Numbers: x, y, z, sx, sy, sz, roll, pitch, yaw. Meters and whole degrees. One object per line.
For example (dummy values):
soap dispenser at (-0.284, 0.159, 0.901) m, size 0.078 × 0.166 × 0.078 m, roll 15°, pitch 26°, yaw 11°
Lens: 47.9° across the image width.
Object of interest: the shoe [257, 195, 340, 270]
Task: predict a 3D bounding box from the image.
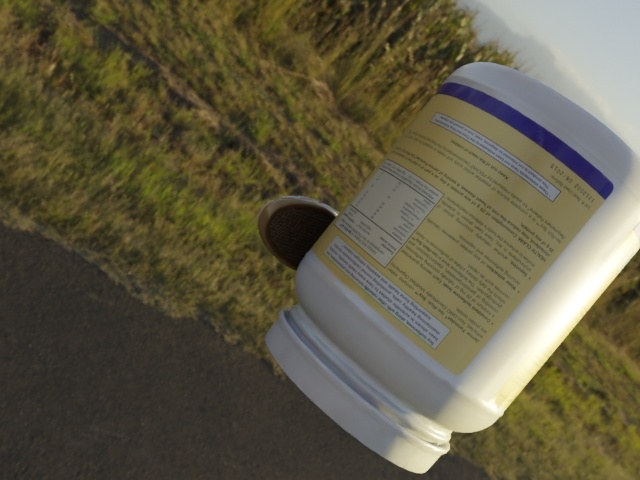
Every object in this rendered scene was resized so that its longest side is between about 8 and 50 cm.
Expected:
shoe at (0.000, 0.000, 0.799) m, size 0.058 × 0.076 × 0.219 m, roll 31°, pitch 5°, yaw 41°

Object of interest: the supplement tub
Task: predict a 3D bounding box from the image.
supplement tub at (0.127, 0.027, 0.693) m, size 0.241 × 0.331 × 0.241 m, roll 39°, pitch 3°, yaw -2°
